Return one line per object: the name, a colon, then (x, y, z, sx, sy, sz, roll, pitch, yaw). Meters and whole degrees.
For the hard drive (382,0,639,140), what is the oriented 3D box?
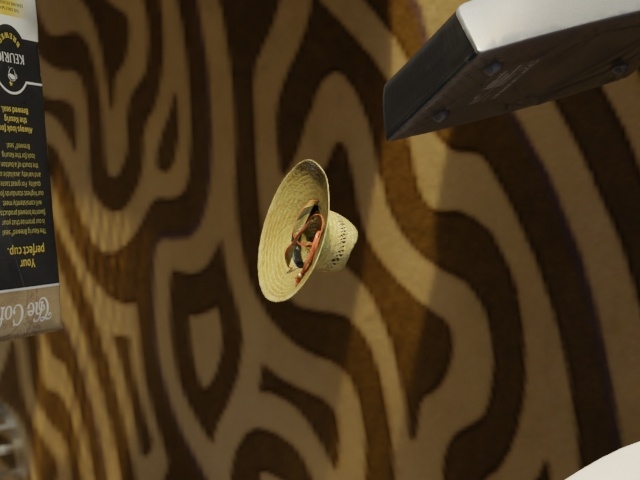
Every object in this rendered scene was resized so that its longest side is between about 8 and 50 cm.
hard drive: (0.179, -0.154, 1.066, 0.054, 0.255, 0.172, 67, 151, 11)

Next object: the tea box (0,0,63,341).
tea box: (-0.377, -0.066, 1.011, 0.220, 0.329, 0.323, -5, 89, 21)

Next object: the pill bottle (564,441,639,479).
pill bottle: (0.253, 0.318, 0.741, 0.392, 0.224, 0.224, 51, 146, -6)

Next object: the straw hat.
straw hat: (0.000, 0.000, 1.252, 0.144, 0.061, 0.144, -44, 38, 49)
